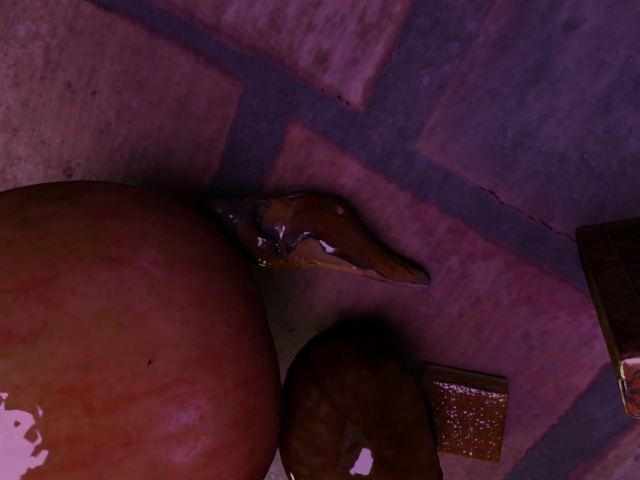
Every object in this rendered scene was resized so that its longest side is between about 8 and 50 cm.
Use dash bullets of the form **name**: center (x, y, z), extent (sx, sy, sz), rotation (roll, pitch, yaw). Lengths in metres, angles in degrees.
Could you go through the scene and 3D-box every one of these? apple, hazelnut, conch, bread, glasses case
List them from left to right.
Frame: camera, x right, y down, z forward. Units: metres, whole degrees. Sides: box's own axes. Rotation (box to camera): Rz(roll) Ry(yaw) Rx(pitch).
- **apple**: center (-0.226, 0.122, 0.505), extent (0.364, 0.364, 0.363), rotation (7, 113, 16)
- **conch**: center (-0.001, -0.006, 0.551), extent (0.233, 0.086, 0.080), rotation (6, 73, 3)
- **hazelnut**: center (0.040, 0.184, 0.565), extent (0.170, 0.160, 0.201), rotation (-4, 78, 35)
- **bread**: center (0.153, 0.187, 0.598), extent (0.090, 0.035, 0.094), rotation (6, 113, 16)
- **glasses case**: center (0.242, 0.043, 0.407), extent (0.075, 0.218, 0.049), rotation (-10, 108, 21)
